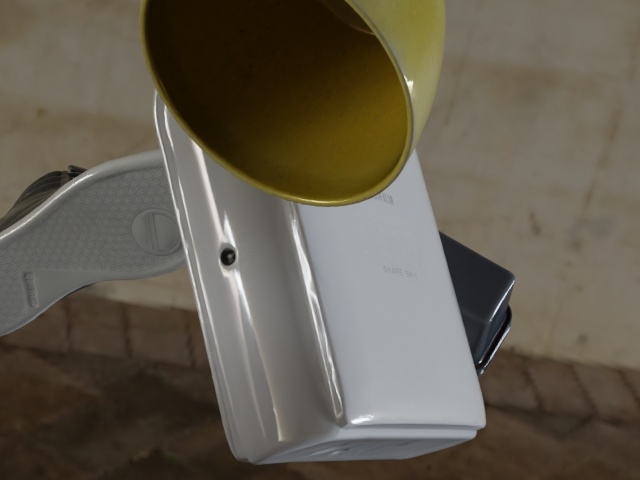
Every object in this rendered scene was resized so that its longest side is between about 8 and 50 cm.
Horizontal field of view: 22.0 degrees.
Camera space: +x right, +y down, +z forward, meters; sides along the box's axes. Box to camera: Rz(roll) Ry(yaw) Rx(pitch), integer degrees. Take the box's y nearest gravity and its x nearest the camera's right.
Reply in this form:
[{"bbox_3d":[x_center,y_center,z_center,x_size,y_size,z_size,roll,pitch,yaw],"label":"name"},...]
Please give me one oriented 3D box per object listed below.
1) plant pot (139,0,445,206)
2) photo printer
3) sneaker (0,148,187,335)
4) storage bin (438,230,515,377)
[{"bbox_3d":[0.002,-0.096,0.725,0.134,0.134,0.095,22,49,19],"label":"plant pot"},{"bbox_3d":[0.000,0.000,1.159,0.107,0.307,0.256,-21,-16,24],"label":"photo printer"},{"bbox_3d":[-0.173,-0.028,1.360,0.296,0.104,0.147,-24,21,25],"label":"sneaker"},{"bbox_3d":[0.100,0.036,1.367,0.135,0.091,0.098,31,64,8],"label":"storage bin"}]
